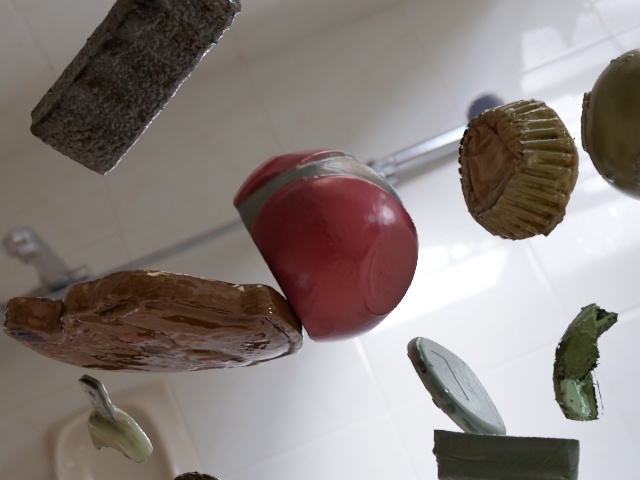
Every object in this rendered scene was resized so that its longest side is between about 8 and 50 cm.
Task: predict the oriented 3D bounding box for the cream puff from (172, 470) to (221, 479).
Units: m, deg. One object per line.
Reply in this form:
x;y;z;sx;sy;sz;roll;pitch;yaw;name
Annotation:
-0.173;0.416;1.682;0.115;0.150;0.165;54;31;-72;cream puff

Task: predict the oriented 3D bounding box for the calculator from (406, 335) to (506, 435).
0.222;0.240;1.849;0.295;0.042;0.184;36;20;-53;calculator

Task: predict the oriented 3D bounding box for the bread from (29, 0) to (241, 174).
-0.314;-0.301;1.971;0.165;0.416;0.113;29;25;-30;bread

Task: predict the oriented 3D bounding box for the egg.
0.404;-0.140;1.435;0.164;0.164;0.201;-115;-171;-57;egg

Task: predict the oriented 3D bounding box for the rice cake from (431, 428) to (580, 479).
0.258;0.311;1.649;0.042;0.222;0.080;13;78;-57;rice cake

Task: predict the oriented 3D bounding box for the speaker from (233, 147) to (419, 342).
0.000;0.000;1.732;0.294;0.294;0.294;157;-90;-88;speaker

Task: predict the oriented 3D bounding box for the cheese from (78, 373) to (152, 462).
-0.351;0.293;1.936;0.127;0.050;0.235;23;-33;29;cheese

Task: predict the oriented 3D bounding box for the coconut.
0.276;0.125;1.232;0.158;0.055;0.133;78;27;-47;coconut

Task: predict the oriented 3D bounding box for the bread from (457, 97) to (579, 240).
0.310;-0.119;1.907;0.240;0.139;0.240;-32;-128;53;bread

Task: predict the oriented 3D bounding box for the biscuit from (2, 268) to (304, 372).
-0.231;0.133;1.717;0.350;0.455;0.078;20;63;-47;biscuit
